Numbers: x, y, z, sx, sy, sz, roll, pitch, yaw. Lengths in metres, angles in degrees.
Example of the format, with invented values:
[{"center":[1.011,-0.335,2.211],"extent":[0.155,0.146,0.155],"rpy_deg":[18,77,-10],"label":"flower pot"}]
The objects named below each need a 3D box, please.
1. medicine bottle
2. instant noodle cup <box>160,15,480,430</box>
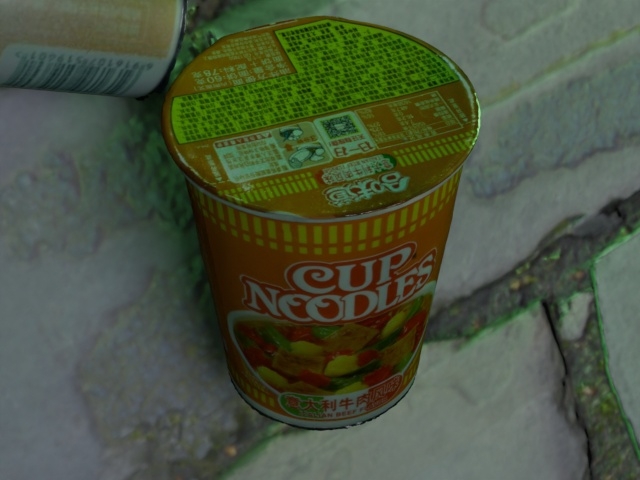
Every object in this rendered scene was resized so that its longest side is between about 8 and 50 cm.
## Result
[{"center":[-0.268,-0.124,0.672],"extent":[0.426,0.108,0.108],"rpy_deg":[2,97,-35],"label":"medicine bottle"},{"center":[0.000,0.000,0.813],"extent":[0.168,0.168,0.185],"rpy_deg":[-27,139,-26],"label":"instant noodle cup"}]
